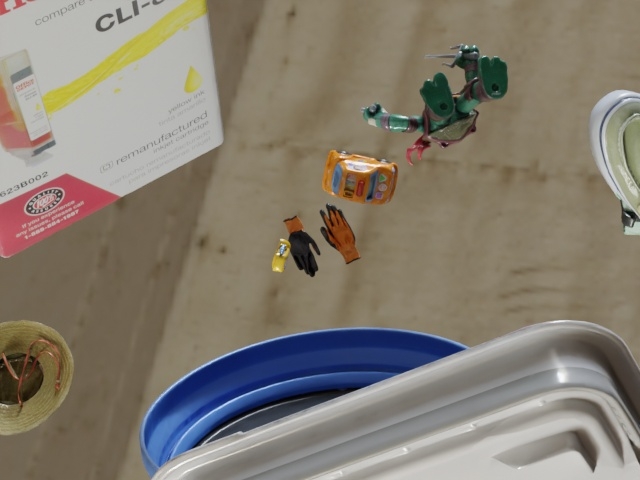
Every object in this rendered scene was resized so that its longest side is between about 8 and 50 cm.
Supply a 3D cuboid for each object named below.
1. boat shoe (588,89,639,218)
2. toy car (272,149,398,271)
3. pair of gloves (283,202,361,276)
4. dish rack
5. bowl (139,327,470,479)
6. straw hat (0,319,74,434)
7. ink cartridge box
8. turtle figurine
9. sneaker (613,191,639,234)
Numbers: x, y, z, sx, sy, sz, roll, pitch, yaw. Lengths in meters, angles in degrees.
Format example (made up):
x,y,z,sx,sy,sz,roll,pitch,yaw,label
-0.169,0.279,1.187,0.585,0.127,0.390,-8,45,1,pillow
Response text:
x,y,z,sx,sy,sz,roll,pitch,yaw,label
0.409,-0.042,1.590,0.302,0.109,0.094,49,-179,-19,boat shoe
0.011,-0.014,1.110,0.122,0.060,0.040,-60,5,18,toy car
0.000,0.000,1.646,0.074,0.083,0.010,68,-153,-6,pair of gloves
0.082,0.200,0.961,0.285,0.333,0.072,54,-161,-41,dish rack
0.007,0.207,1.524,0.391,0.391,0.077,-41,-52,-57,bowl
-0.359,0.167,1.702,0.061,0.144,0.144,95,-171,-73,straw hat
-0.260,-0.197,1.391,0.279,0.160,0.385,-29,-29,-16,ink cartridge box
0.159,-0.181,1.882,0.175,0.118,0.234,-39,5,-11,turtle figurine
0.442,-0.117,1.834,0.094,0.151,0.256,-74,-17,-71,sneaker
